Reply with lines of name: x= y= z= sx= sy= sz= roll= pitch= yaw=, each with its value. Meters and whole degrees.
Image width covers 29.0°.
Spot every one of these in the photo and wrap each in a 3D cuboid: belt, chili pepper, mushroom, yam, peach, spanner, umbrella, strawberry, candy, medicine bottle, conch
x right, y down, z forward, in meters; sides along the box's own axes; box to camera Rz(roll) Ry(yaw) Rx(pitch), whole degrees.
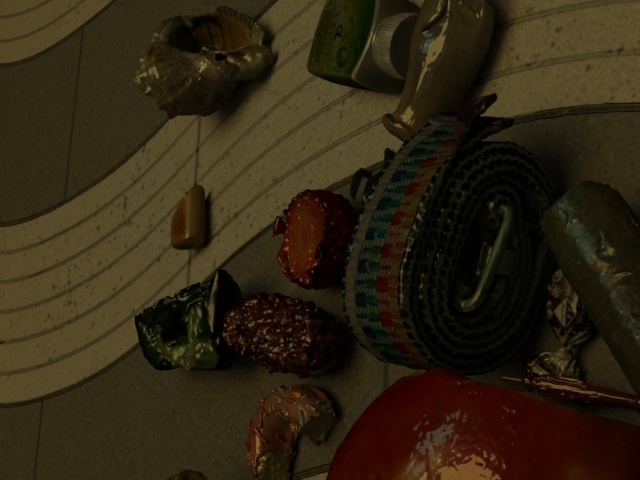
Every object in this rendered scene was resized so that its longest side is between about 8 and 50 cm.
belt: x=0.159 y=0.007 z=1.373 sx=0.160 sy=0.207 sz=0.295 roll=4 pitch=65 yaw=58
chili pepper: x=-0.182 y=0.129 z=1.881 sx=0.265 sy=0.116 sz=0.148 roll=-14 pitch=77 yaw=51
mushroom: x=0.155 y=-0.233 z=1.564 sx=0.108 sy=0.096 sz=0.246 roll=21 pitch=98 yaw=26
yam: x=0.313 y=0.060 z=1.222 sx=0.106 sy=0.106 sz=0.259 roll=-50 pitch=43 yaw=30
peach: x=0.158 y=0.289 z=1.231 sx=0.380 sy=0.242 sz=0.306 roll=-61 pitch=33 yaw=18
spanner: x=0.117 y=-0.007 z=1.588 sx=0.087 sy=0.024 sz=0.315 roll=-50 pitch=41 yaw=21
umbrella: x=0.266 y=0.156 z=1.281 sx=0.165 sy=0.025 sz=0.027 roll=8 pitch=56 yaw=33
strawberry: x=0.000 y=0.000 z=1.687 sx=0.145 sy=0.086 sz=0.145 roll=-28 pitch=53 yaw=46
candy: x=0.273 y=0.054 z=1.331 sx=0.094 sy=0.051 sz=0.226 roll=8 pitch=83 yaw=60
medicine bottle: x=0.075 y=-0.271 z=1.689 sx=0.188 sy=0.088 sz=0.132 roll=21 pitch=94 yaw=55
conch: x=-0.189 y=-0.293 z=2.011 sx=0.245 sy=0.163 sz=0.178 roll=-9 pitch=84 yaw=21

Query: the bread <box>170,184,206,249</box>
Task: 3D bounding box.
bread: x=-0.214 y=-0.034 z=2.024 sx=0.062 sy=0.049 sz=0.103 roll=-25 pitch=56 yaw=37

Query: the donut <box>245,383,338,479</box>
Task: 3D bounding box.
donut: x=-0.050 y=0.251 z=1.676 sx=0.166 sy=0.065 sz=0.117 roll=-54 pitch=40 yaw=23

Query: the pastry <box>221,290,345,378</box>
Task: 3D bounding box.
pastry: x=-0.047 y=0.132 z=1.688 sx=0.208 sy=0.097 sz=0.115 roll=11 pitch=74 yaw=51

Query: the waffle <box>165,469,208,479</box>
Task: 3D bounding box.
waffle: x=-0.154 y=0.473 z=1.665 sx=0.324 sy=0.151 sz=0.261 roll=39 pitch=112 yaw=51
